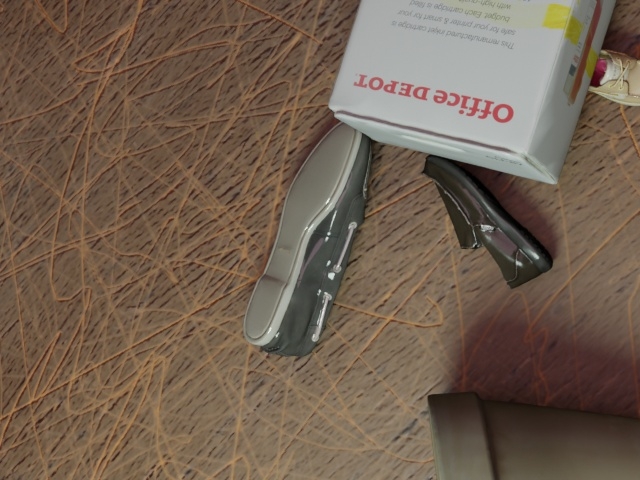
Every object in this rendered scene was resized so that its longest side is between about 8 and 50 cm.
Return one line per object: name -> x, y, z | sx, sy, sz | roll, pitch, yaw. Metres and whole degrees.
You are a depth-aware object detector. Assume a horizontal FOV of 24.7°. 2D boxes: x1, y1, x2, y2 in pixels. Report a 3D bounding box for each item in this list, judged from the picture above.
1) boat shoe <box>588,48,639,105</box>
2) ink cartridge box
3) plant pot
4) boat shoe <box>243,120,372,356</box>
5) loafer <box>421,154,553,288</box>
boat shoe -> 0.370, -0.211, 1.869 | 0.170, 0.059, 0.063 | 12, 92, 20
ink cartridge box -> 0.208, -0.292, 1.837 | 0.279, 0.160, 0.384 | 16, 85, 27
plant pot -> 0.286, 0.329, 1.770 | 0.280, 0.323, 0.323 | -8, 85, 1
boat shoe -> 0.000, 0.000, 1.986 | 0.112, 0.095, 0.335 | 27, 93, 55
loafer -> 0.203, -0.023, 1.908 | 0.078, 0.080, 0.220 | -46, 74, 11
